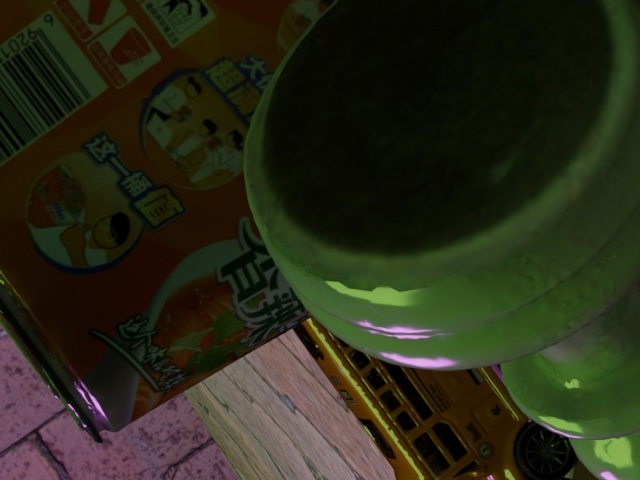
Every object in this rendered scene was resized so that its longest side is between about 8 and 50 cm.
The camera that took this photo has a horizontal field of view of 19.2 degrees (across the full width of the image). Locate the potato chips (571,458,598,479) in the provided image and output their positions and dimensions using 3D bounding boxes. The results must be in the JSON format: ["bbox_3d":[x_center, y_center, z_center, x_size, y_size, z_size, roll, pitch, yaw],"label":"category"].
[{"bbox_3d":[0.172,0.171,0.949,0.150,0.049,0.201,47,163,10],"label":"potato chips"}]

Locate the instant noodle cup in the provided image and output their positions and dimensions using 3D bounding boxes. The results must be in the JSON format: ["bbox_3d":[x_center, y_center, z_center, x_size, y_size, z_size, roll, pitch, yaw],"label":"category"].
[{"bbox_3d":[-0.077,-0.072,0.780,0.296,0.214,0.296,52,171,12],"label":"instant noodle cup"}]

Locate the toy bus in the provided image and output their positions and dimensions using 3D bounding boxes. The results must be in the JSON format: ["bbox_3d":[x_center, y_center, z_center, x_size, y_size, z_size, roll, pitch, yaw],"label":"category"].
[{"bbox_3d":[0.056,0.078,1.045,0.194,0.088,0.083,54,169,-2],"label":"toy bus"}]

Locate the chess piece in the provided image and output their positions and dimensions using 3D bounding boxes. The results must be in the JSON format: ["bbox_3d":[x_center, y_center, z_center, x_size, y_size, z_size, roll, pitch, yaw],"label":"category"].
[{"bbox_3d":[0.093,0.024,0.657,0.139,0.139,0.271,45,179,41],"label":"chess piece"}]
